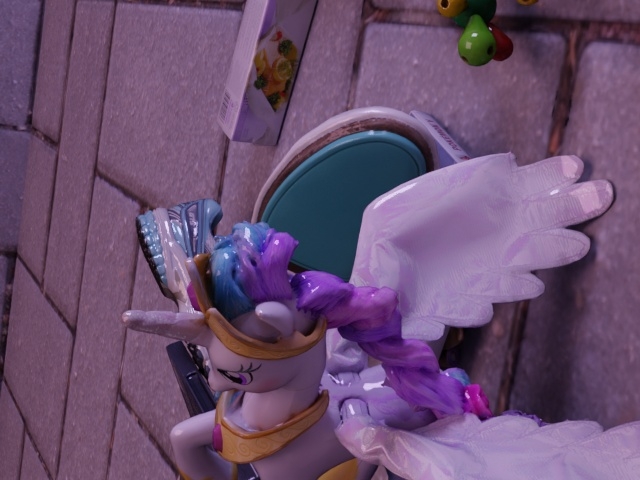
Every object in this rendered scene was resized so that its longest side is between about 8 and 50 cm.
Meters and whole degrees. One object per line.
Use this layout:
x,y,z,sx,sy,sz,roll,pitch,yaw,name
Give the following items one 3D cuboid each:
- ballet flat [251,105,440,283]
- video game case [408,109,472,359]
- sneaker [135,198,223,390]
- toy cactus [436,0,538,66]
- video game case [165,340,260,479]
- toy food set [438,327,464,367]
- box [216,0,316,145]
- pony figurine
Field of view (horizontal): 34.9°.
0.000,0.000,0.953,0.400,0.139,0.139,114,147,-44,ballet flat
0.085,0.007,0.898,0.183,0.023,0.201,-117,39,-62,video game case
-0.115,0.075,1.219,0.283,0.122,0.110,64,169,7,sneaker
0.138,-0.238,0.813,0.180,0.112,0.219,153,117,-80,toy cactus
-0.104,0.260,1.165,0.274,0.026,0.196,45,154,55,video game case
0.100,0.087,0.900,0.122,0.019,0.078,123,142,-53,toy food set
-0.048,-0.269,1.186,0.067,0.063,0.324,50,130,52,box
0.050,0.119,0.706,0.363,0.351,0.302,95,163,-46,pony figurine
